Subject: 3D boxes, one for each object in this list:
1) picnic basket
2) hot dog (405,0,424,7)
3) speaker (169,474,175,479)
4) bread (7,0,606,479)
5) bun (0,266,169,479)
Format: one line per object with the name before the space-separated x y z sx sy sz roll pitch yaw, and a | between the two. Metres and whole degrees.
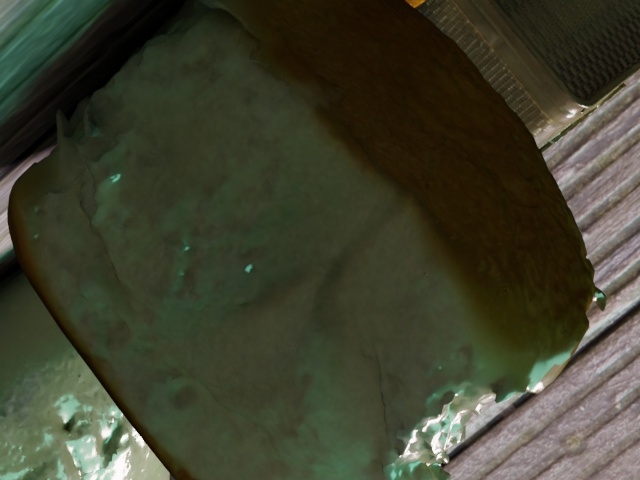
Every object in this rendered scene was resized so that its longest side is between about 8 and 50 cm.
picnic basket | 0.172 -0.169 1.365 0.266 0.165 0.139 -36 177 -45
hot dog | 0.061 -0.174 1.088 0.144 0.038 0.062 -36 179 -28
speaker | -0.119 0.117 1.554 0.198 0.259 0.329 -43 163 -57
bread | 0.000 0.000 0.815 0.225 0.250 0.279 -44 178 22
bun | -0.193 0.135 1.142 0.293 0.187 0.293 -37 177 -2
